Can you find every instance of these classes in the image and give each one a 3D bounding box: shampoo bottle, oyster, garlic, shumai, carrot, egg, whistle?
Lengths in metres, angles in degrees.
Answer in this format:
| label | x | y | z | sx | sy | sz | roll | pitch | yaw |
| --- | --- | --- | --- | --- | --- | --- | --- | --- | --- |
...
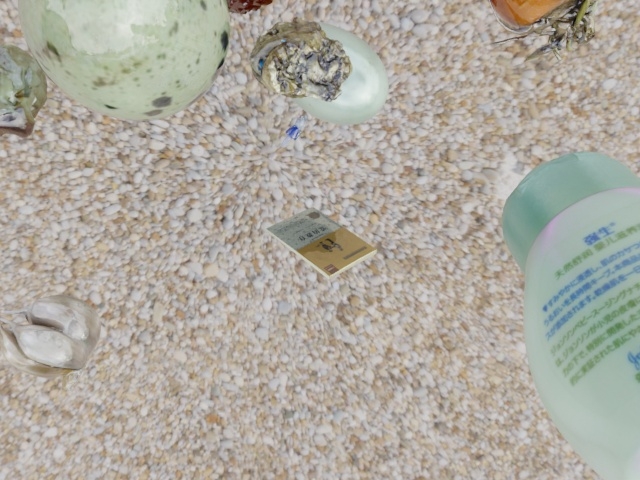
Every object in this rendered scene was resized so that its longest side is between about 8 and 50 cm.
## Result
| label | x | y | z | sx | sy | sz | roll | pitch | yaw |
| --- | --- | --- | --- | --- | --- | --- | --- | --- | --- |
| shampoo bottle | 0.271 | 0.043 | 0.517 | 0.221 | 0.350 | 0.151 | -35 | 121 | 17 |
| oyster | -0.040 | -0.363 | 1.139 | 0.214 | 0.083 | 0.223 | -9 | 60 | -29 |
| garlic | -0.742 | 0.273 | 1.626 | 0.237 | 0.210 | 0.292 | -14 | 130 | 29 |
| shumai | -0.884 | -0.431 | 1.685 | 0.222 | 0.203 | 0.272 | -5 | 99 | -39 |
| carrot | 0.350 | -0.456 | 0.957 | 0.331 | 0.193 | 0.214 | 51 | 57 | -7 |
| egg | 0.012 | -0.441 | 1.531 | 0.371 | 0.230 | 0.230 | 36 | 94 | 24 |
| egg | -0.276 | -0.322 | 0.861 | 0.287 | 0.379 | 0.288 | -1 | 98 | -9 |
| whistle | -0.055 | -0.232 | 1.254 | 0.029 | 0.033 | 0.083 | 42 | 97 | 14 |

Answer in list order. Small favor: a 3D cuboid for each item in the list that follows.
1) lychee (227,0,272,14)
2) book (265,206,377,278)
| label | x | y | z | sx | sy | sz | roll | pitch | yaw |
| --- | --- | --- | --- | --- | --- | --- | --- | --- | --- |
| lychee | -0.161 | -0.570 | 1.099 | 0.264 | 0.264 | 0.300 | 21 | 88 | -7 |
| book | 0.000 | 0.000 | 1.053 | 0.118 | 0.172 | 0.012 | -27 | 137 | -35 |
